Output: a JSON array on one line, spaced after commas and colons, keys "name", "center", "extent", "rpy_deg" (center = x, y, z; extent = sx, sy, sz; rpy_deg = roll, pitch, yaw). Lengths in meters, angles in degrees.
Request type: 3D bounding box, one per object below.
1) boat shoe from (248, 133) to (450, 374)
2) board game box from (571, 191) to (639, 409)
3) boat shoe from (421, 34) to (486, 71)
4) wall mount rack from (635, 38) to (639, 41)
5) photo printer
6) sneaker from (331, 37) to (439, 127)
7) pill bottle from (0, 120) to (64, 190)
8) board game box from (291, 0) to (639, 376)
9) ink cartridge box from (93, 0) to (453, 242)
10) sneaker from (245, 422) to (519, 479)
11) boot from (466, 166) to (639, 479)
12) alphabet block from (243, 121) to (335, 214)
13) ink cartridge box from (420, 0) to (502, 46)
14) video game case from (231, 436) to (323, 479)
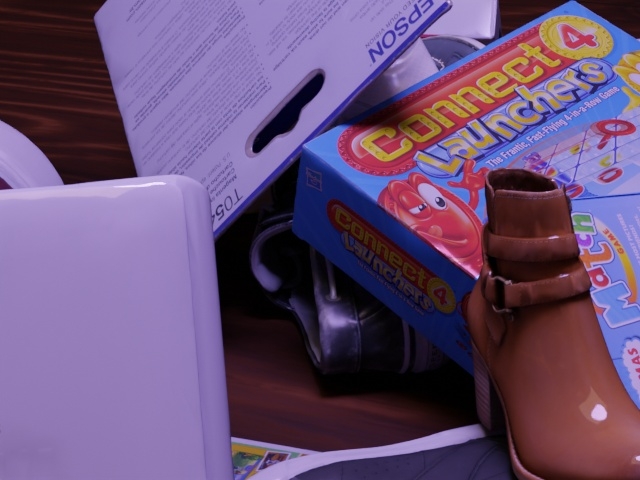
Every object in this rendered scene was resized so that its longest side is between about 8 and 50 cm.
[{"name": "boat shoe", "center": [0.000, 0.000, 1.208], "extent": [0.119, 0.121, 0.335], "rpy_deg": [-5, 24, -16]}, {"name": "board game box", "center": [0.232, 0.043, 0.929], "extent": [0.212, 0.039, 0.160], "rpy_deg": [-5, 61, -25]}, {"name": "boat shoe", "center": [0.140, -0.132, 1.527], "extent": [0.099, 0.116, 0.319], "rpy_deg": [-12, 29, -30]}, {"name": "wall mount rack", "center": [0.459, -0.120, 1.450], "extent": [0.350, 0.130, 0.304], "rpy_deg": [3, 19, 15]}, {"name": "photo printer", "center": [-0.166, 0.132, 0.693], "extent": [0.256, 0.307, 0.107], "rpy_deg": [-4, -8, -4]}, {"name": "sneaker", "center": [0.023, -0.191, 1.282], "extent": [0.110, 0.118, 0.292], "rpy_deg": [-18, 53, -23]}, {"name": "pill bottle", "center": [-0.295, 0.060, 0.967], "extent": [0.224, 0.224, 0.392], "rpy_deg": [-1, 23, 6]}, {"name": "board game box", "center": [0.193, -0.020, 1.087], "extent": [0.308, 0.086, 0.302], "rpy_deg": [-31, 55, -33]}, {"name": "ink cartridge box", "center": [-0.039, -0.174, 1.205], "extent": [0.071, 0.324, 0.330], "rpy_deg": [20, 37, -42]}, {"name": "sneaker", "center": [0.057, 0.175, 0.790], "extent": [0.296, 0.104, 0.147], "rpy_deg": [-13, 18, -32]}, {"name": "boot", "center": [0.129, 0.047, 0.803], "extent": [0.073, 0.152, 0.197], "rpy_deg": [-7, 16, -21]}, {"name": "alphabet block", "center": [-0.056, -0.152, 1.492], "extent": [0.192, 0.197, 0.193], "rpy_deg": [-7, 23, -10]}, {"name": "ink cartridge box", "center": [0.150, -0.222, 1.700], "extent": [0.109, 0.063, 0.150], "rpy_deg": [2, -19, 11]}, {"name": "video game case", "center": [-0.110, 0.177, 0.922], "extent": [0.193, 0.023, 0.212], "rpy_deg": [6, 23, 23]}]
